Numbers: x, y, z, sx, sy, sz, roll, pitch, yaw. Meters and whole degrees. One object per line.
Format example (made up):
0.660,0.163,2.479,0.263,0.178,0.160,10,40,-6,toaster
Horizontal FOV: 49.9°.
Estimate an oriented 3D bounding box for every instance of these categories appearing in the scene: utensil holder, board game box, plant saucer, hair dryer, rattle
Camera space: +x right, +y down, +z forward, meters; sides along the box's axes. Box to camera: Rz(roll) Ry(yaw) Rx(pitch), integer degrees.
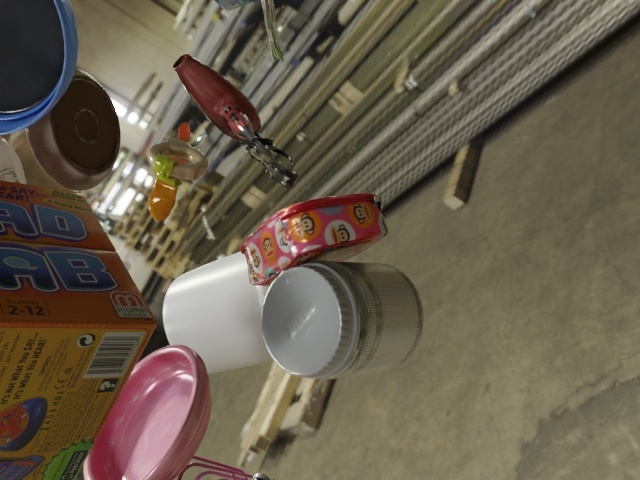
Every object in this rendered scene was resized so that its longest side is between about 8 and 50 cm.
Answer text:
-0.188,0.186,1.886,0.386,0.327,0.327,-20,35,30,utensil holder
-0.537,0.140,1.053,0.356,0.356,0.356,48,117,37,board game box
-0.585,-0.278,1.680,0.050,0.310,0.310,-4,44,22,plant saucer
-0.137,-0.218,1.190,0.080,0.293,0.223,-48,-6,-5,hair dryer
-0.335,0.371,1.385,0.332,0.084,0.332,-30,37,26,plant saucer
-0.306,-0.152,1.482,0.199,0.130,0.142,-107,14,-59,rattle

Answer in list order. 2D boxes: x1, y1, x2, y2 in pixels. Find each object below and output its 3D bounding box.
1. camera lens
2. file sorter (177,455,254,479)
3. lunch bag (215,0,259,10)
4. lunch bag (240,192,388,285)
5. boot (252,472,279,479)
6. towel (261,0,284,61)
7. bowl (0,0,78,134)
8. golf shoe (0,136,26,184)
0.050,0.150,1.326,0.220,0.274,0.219,-3,86,40,camera lens
-0.219,0.554,1.396,0.291,0.202,0.182,-6,61,58,file sorter
-0.177,-0.555,1.277,0.090,0.176,0.218,-11,74,16,lunch bag
0.000,0.000,1.402,0.293,0.258,0.120,-32,72,55,lunch bag
-0.118,0.438,1.112,0.095,0.258,0.123,-6,60,21,boot
-0.139,-0.653,1.755,0.324,0.038,0.247,81,178,-47,towel
-0.651,-0.399,1.317,0.391,0.391,0.077,-52,5,22,bowl
-0.779,-0.121,1.747,0.115,0.140,0.306,-34,-40,-36,golf shoe
